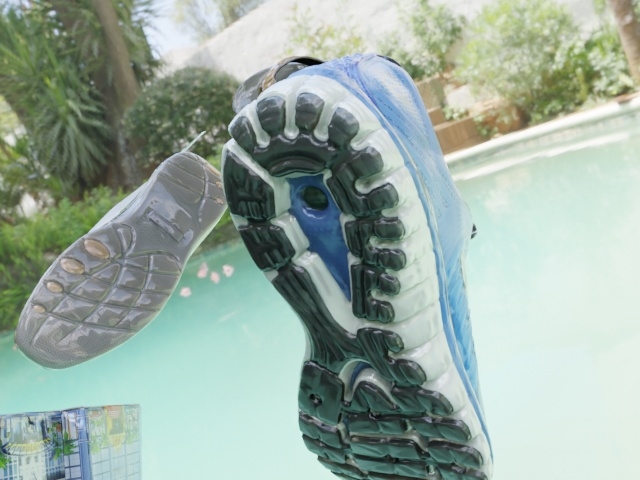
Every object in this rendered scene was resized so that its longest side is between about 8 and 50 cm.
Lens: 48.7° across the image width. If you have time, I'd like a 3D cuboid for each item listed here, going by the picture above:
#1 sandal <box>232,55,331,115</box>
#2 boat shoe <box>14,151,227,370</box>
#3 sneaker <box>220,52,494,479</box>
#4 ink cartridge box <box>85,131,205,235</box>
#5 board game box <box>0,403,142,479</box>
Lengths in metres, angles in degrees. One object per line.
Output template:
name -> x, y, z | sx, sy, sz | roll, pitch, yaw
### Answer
sandal -> -0.024, -0.180, 0.838 | 0.219, 0.090, 0.060 | 12, -14, 39
boat shoe -> -0.244, 0.034, 0.904 | 0.130, 0.132, 0.355 | -37, 11, 50
sneaker -> 0.055, 0.038, 0.446 | 0.130, 0.330, 0.147 | 5, 35, 29
ink cartridge box -> -0.267, -0.059, 1.096 | 0.235, 0.056, 0.171 | -34, 16, 21
board game box -> -0.147, 0.192, 0.385 | 0.060, 0.194, 0.194 | -10, -12, 3
